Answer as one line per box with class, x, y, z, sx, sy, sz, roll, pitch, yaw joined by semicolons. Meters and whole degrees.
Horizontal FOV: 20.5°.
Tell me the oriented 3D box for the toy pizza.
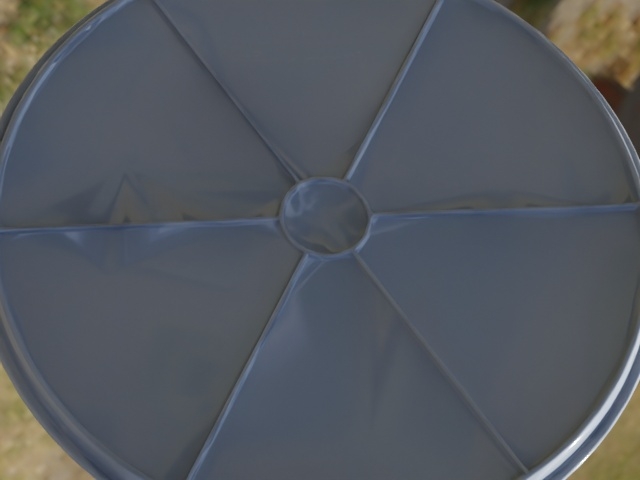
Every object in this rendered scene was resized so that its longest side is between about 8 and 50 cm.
toy pizza;0.000;0.000;0.522;0.201;0.201;0.032;-34;161;-21
